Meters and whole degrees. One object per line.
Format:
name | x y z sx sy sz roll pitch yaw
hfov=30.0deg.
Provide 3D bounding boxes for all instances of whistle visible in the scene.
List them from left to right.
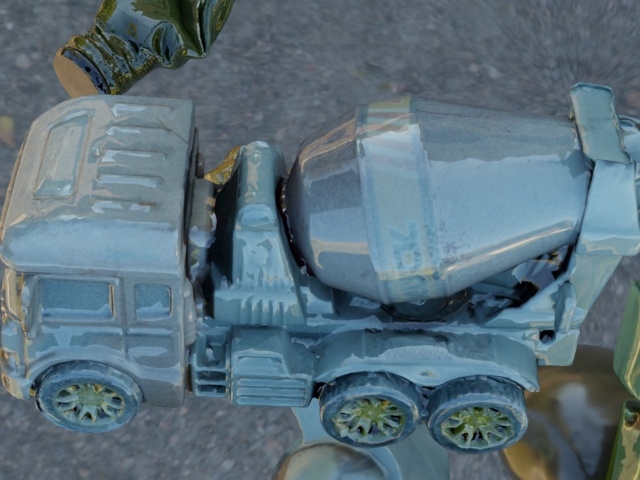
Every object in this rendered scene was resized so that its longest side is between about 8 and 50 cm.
whistle | 0.008 0.190 0.960 0.289 0.163 0.163 39 103 26

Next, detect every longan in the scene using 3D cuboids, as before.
longan | 0.322 0.239 1.435 0.248 0.248 0.248 1 96 12

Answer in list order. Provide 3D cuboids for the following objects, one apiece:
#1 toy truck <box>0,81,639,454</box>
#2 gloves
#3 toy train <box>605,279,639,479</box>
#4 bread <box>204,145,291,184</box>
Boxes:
toy truck | 0.000 0.000 0.481 0.256 0.108 0.140 3 135 -2
gloves | -0.147 -0.233 1.162 0.135 0.107 0.268 40 77 11
toy train | 0.399 0.213 1.187 0.253 0.160 0.397 4 111 -11
bread | -0.043 -0.024 0.808 0.083 0.046 0.081 -1 119 53
